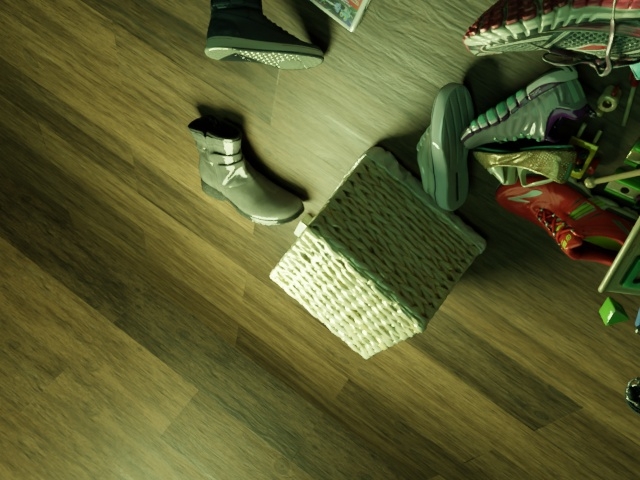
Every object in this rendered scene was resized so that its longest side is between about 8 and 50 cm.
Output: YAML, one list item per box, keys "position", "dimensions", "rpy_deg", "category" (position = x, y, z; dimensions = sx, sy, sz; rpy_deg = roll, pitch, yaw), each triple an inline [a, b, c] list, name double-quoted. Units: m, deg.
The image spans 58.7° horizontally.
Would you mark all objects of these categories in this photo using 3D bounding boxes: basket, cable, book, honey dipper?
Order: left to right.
- position: [0.000, 0.000, 1.549]
  dimensions: [0.144, 0.035, 0.096]
  rpy_deg: [38, 153, 2]
  category: "book"
- position: [0.109, 0.038, 1.256]
  dimensions: [0.331, 0.266, 0.328]
  rpy_deg: [42, 150, 1]
  category: "basket"
- position: [0.465, -0.098, 0.834]
  dimensions: [0.030, 0.030, 0.161]
  rpy_deg: [51, 148, -17]
  category: "honey dipper"
- position: [0.737, 0.358, 1.193]
  dimensions: [0.185, 0.047, 0.150]
  rpy_deg: [15, 141, 35]
  category: "cable"

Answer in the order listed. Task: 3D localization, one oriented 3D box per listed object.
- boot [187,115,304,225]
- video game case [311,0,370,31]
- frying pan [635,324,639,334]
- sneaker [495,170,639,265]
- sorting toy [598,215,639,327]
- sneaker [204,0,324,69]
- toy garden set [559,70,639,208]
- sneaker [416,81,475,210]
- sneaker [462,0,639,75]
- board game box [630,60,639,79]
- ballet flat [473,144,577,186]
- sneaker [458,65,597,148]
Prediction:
- position: [-0.200, -0.181, 1.459]
  dimensions: [0.338, 0.118, 0.222]
  rpy_deg: [20, 139, 22]
  category: "boot"
- position: [0.010, -0.474, 0.942]
  dimensions: [0.201, 0.023, 0.183]
  rpy_deg: [38, 149, 2]
  category: "video game case"
- position: [0.697, 0.166, 0.876]
  dimensions: [0.326, 0.053, 0.197]
  rpy_deg: [-27, 86, 33]
  category: "frying pan"
- position: [0.425, -0.030, 0.966]
  dimensions: [0.279, 0.118, 0.107]
  rpy_deg: [26, 145, 21]
  category: "sneaker"
- position: [0.550, 0.029, 0.859]
  dimensions: [0.196, 0.047, 0.347]
  rpy_deg: [4, 130, -2]
  category: "sorting toy"
- position: [-0.099, -0.417, 1.075]
  dimensions: [0.226, 0.163, 0.086]
  rpy_deg: [4, 172, -18]
  category: "sneaker"
- position: [0.473, -0.146, 0.835]
  dimensions: [0.204, 0.049, 0.244]
  rpy_deg: [29, 147, 18]
  category: "toy garden set"
- position: [0.217, -0.170, 1.042]
  dimensions: [0.091, 0.094, 0.258]
  rpy_deg: [35, 145, 39]
  category: "sneaker"
- position: [0.309, -0.247, 0.665]
  dimensions: [0.299, 0.121, 0.112]
  rpy_deg: [8, 139, 42]
  category: "sneaker"
- position: [0.394, -0.373, 0.603]
  dimensions: [0.336, 0.079, 0.254]
  rpy_deg: [50, 148, -16]
  category: "board game box"
- position: [0.329, -0.124, 0.950]
  dimensions: [0.206, 0.073, 0.067]
  rpy_deg: [-163, 73, -64]
  category: "ballet flat"
- position: [0.316, -0.179, 0.900]
  dimensions: [0.224, 0.083, 0.098]
  rpy_deg: [-33, 83, 55]
  category: "sneaker"
